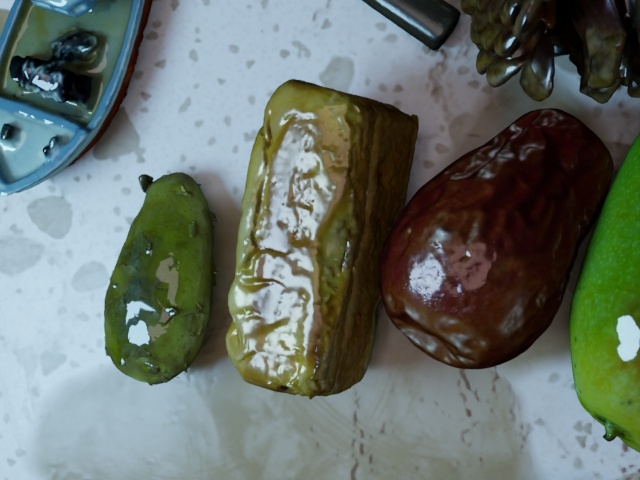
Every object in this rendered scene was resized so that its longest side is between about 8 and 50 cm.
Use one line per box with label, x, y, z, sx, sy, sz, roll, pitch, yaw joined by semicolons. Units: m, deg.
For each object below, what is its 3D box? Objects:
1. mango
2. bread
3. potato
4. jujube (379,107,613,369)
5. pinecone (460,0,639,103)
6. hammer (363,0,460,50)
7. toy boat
mango;0.354;0.012;0.877;0.225;0.201;0.382;22;80;4
bread;0.000;0.000;0.961;0.132;0.167;0.294;13;96;19
potato;-0.163;0.039;1.034;0.117;0.090;0.225;5;83;18
jujube;0.168;-0.004;0.922;0.190;0.190;0.255;42;80;10
pinecone;0.280;-0.299;0.835;0.384;0.384;0.384;0;89;12
hammer;-0.045;-0.334;1.044;0.440;0.044;0.168;37;97;10
toy boat;-0.274;-0.204;1.041;0.145;0.133;0.332;19;93;10
